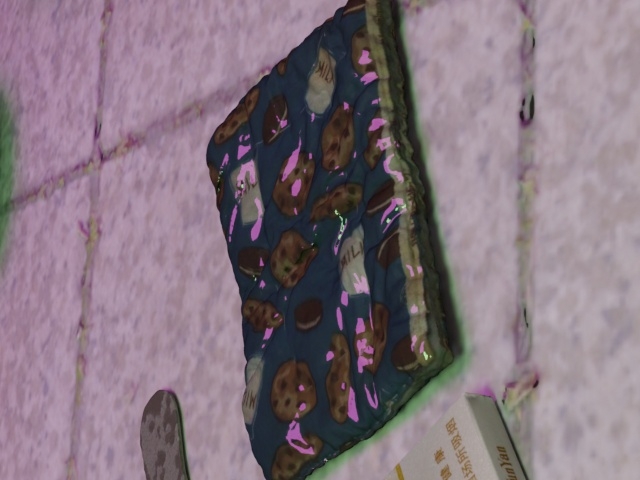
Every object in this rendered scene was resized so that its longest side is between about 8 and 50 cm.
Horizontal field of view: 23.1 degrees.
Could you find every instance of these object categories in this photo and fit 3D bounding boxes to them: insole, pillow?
[{"bbox_3d":[-0.094,0.184,0.999,0.065,0.006,0.193,-47,43,41],"label":"insole"},{"bbox_3d":[-0.001,-0.001,0.894,0.189,0.034,0.255,-43,48,45],"label":"pillow"}]

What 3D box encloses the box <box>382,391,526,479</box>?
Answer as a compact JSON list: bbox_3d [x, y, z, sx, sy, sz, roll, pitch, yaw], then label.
[{"bbox_3d":[0.046,0.161,0.772,0.167,0.024,0.090,-52,41,33],"label":"box"}]
